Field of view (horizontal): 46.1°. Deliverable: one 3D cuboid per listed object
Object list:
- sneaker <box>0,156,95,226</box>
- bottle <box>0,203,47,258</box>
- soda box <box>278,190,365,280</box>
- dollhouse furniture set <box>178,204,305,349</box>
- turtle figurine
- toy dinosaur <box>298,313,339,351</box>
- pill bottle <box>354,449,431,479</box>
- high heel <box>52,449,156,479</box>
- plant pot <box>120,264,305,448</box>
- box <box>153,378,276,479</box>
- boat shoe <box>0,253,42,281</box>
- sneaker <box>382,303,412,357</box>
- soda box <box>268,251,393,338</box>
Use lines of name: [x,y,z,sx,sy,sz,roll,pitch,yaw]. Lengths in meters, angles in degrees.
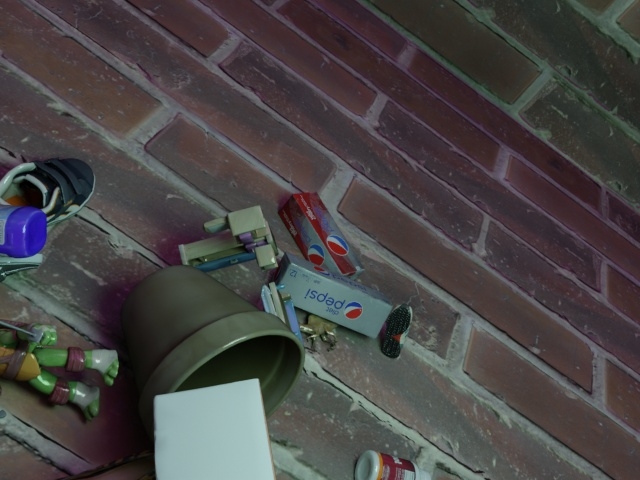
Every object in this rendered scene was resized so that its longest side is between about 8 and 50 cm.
sneaker: [-0.570,-0.104,1.570,0.126,0.127,0.321,37,38,-2]
bottle: [-0.656,-0.027,1.380,0.283,0.092,0.118,6,13,3]
soda box: [0.000,0.000,1.951,0.092,0.083,0.263,-10,60,-44]
dollhouse furniture set: [-0.166,0.128,1.582,0.198,0.286,0.303,-16,76,-1]
turtle figurine: [-0.488,0.239,1.268,0.266,0.275,0.198,20,78,-29]
toy dinosaur: [0.011,0.212,1.789,0.183,0.053,0.092,-2,54,-39]
pill bottle: [0.156,0.506,1.607,0.152,0.086,0.086,22,43,-22]
high heel: [-0.380,0.398,1.206,0.261,0.186,0.093,0,54,-38]
plant pot: [-0.237,0.201,1.439,0.323,0.323,0.280,-7,43,-42]
box: [-0.151,0.415,1.207,0.168,0.345,0.215,-9,47,-6]
boat shoe: [-0.636,0.062,1.406,0.228,0.080,0.076,-5,94,-41]
sneaker: [0.193,0.211,1.861,0.057,0.161,0.075,15,32,9]
soda box: [0.024,0.132,1.814,0.286,0.098,0.091,23,12,-18]
